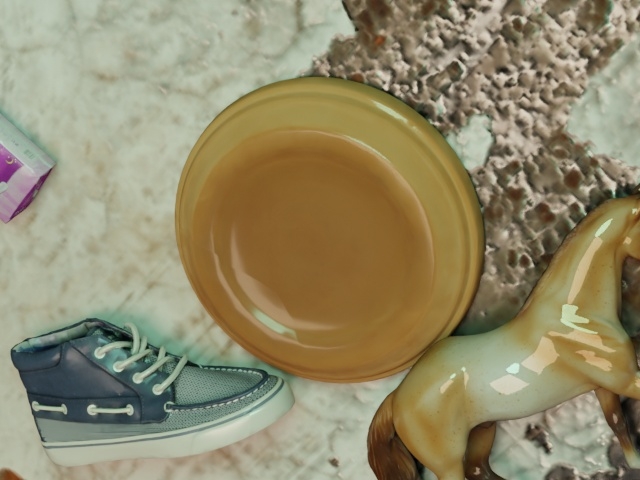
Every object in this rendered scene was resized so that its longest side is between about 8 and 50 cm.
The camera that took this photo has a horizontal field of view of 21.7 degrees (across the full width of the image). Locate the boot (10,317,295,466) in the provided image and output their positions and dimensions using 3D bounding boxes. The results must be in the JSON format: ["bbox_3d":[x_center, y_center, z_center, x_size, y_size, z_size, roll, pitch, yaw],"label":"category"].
[{"bbox_3d":[-0.114,0.091,1.078,0.190,0.069,0.086,-13,108,24],"label":"boot"}]

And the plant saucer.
[{"bbox_3d":[0.000,0.000,1.024,0.200,0.037,0.200,6,112,16],"label":"plant saucer"}]

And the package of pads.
[{"bbox_3d":[-0.216,-0.057,1.078,0.083,0.032,0.050,41,119,0],"label":"package of pads"}]

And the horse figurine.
[{"bbox_3d":[0.125,0.098,1.005,0.263,0.066,0.174,-28,105,23],"label":"horse figurine"}]
